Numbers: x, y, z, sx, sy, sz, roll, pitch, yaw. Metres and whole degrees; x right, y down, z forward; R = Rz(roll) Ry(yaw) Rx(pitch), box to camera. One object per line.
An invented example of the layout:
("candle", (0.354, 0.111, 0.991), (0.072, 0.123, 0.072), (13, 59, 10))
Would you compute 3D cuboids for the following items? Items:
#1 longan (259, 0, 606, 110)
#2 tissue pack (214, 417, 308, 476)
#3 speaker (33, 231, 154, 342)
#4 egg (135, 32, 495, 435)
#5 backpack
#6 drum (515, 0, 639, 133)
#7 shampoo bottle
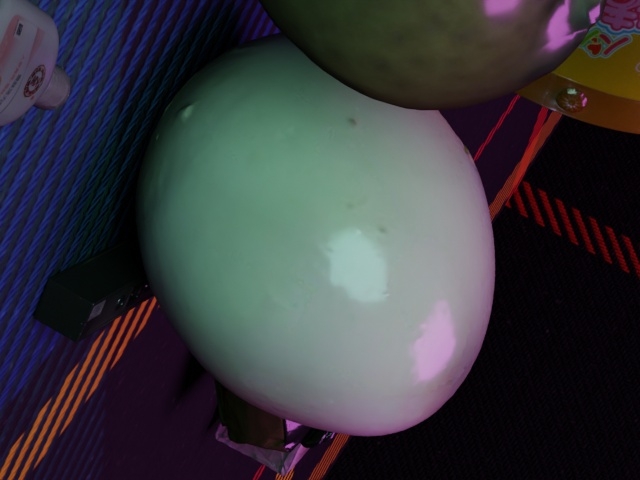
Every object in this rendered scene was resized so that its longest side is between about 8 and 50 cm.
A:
("longan", (0.072, -0.251, 1.247), (0.319, 0.319, 0.319), (-57, 169, -18))
("tissue pack", (-0.018, 0.159, 2.346), (0.225, 0.124, 0.185), (-45, 161, -55))
("speaker", (-0.172, 0.035, 1.534), (0.040, 0.046, 0.191), (-65, 169, 20))
("egg", (0.000, 0.000, 1.484), (0.283, 0.345, 0.283), (-19, 143, -15))
("backpack", (-0.020, 0.113, 2.092), (0.253, 0.140, 0.207), (-44, 138, -50))
("drum", (0.285, -0.308, 1.776), (0.431, 0.431, 0.214), (-46, 163, -53))
("shampoo bottle", (-0.189, -0.106, 1.102), (0.080, 0.040, 0.165), (-62, 168, -1))
